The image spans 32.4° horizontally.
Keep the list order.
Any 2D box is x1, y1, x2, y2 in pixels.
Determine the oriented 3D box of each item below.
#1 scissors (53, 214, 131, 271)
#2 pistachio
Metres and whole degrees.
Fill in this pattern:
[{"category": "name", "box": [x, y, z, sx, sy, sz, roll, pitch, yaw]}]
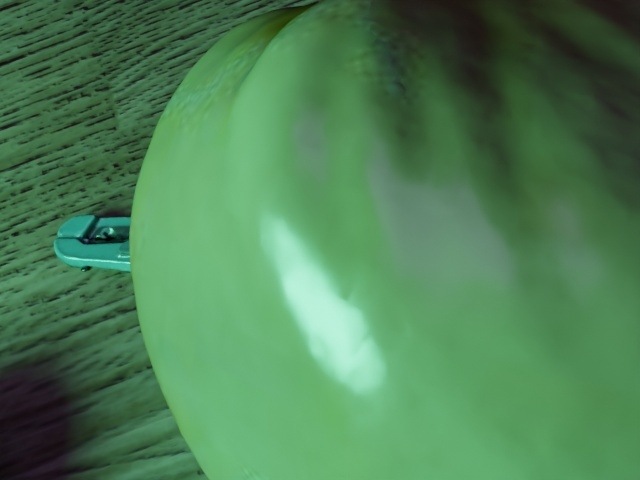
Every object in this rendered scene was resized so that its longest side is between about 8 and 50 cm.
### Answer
[{"category": "scissors", "box": [0.000, 0.000, 0.761, 0.393, 0.032, 0.180, 2, 60, 12]}, {"category": "pistachio", "box": [0.113, 0.040, 0.566, 0.445, 0.281, 0.365, 38, 87, 1]}]
